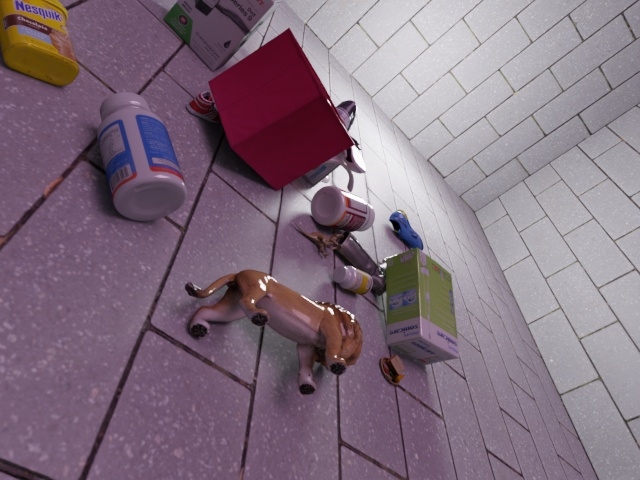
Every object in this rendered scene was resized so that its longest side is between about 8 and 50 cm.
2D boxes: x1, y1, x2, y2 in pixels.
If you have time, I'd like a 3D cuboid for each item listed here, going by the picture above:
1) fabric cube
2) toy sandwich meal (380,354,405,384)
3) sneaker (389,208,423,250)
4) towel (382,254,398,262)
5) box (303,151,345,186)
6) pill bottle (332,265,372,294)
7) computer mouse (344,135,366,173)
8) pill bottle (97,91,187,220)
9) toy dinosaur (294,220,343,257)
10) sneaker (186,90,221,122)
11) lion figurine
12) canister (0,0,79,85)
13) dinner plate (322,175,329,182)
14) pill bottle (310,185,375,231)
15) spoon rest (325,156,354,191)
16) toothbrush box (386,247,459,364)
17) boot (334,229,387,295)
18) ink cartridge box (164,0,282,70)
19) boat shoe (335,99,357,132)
[{"bbox_3d":[-0.102,-0.340,1.253,0.254,0.258,0.259,40,24,-60],"label":"fabric cube"},{"bbox_3d":[0.189,0.333,1.213,0.085,0.029,0.086,40,28,-26],"label":"toy sandwich meal"},{"bbox_3d":[0.350,-0.025,1.943,0.082,0.069,0.209,-44,107,-32],"label":"sneaker"},{"bbox_3d":[0.302,0.136,1.671,0.197,0.029,0.144,57,24,10],"label":"towel"},{"bbox_3d":[-0.054,-0.337,1.511,0.290,0.169,0.087,48,27,-14],"label":"box"},{"bbox_3d":[0.087,0.107,1.291,0.116,0.065,0.065,27,35,-45],"label":"pill bottle"},{"bbox_3d":[0.094,-0.265,1.442,0.106,0.042,0.193,39,29,-34],"label":"computer mouse"},{"bbox_3d":[-0.328,-0.157,0.844,0.124,0.124,0.222,15,45,-53],"label":"pill bottle"},{"bbox_3d":[0.000,0.000,1.319,0.183,0.053,0.092,12,29,-42],"label":"toy dinosaur"},{"bbox_3d":[-0.288,-0.352,1.235,0.118,0.067,0.042,1,56,-59],"label":"sneaker"},{"bbox_3d":[-0.067,0.143,0.894,0.392,0.142,0.240,40,20,-17],"label":"lion figurine"},{"bbox_3d":[-0.522,-0.379,0.859,0.126,0.073,0.170,10,50,-56],"label":"canister"},{"bbox_3d":[-0.011,-0.267,1.671,0.141,0.017,0.141,38,29,-26],"label":"dinner plate"},{"bbox_3d":[0.076,-0.091,1.464,0.221,0.121,0.121,13,46,-55],"label":"pill bottle"},{"bbox_3d":[-0.018,-0.236,1.442,0.276,0.084,0.137,19,22,-11],"label":"spoon rest"},{"bbox_3d":[0.301,0.198,1.397,0.206,0.122,0.283,32,47,-37],"label":"toothbrush box"},{"bbox_3d":[0.139,0.054,1.461,0.208,0.076,0.190,43,25,-5],"label":"boot"},{"bbox_3d":[-0.293,-0.702,1.421,0.211,0.289,0.121,45,25,-16],"label":"ink cartridge box"},{"bbox_3d":[0.047,-0.384,1.620,0.108,0.301,0.102,41,68,1],"label":"boat shoe"}]
